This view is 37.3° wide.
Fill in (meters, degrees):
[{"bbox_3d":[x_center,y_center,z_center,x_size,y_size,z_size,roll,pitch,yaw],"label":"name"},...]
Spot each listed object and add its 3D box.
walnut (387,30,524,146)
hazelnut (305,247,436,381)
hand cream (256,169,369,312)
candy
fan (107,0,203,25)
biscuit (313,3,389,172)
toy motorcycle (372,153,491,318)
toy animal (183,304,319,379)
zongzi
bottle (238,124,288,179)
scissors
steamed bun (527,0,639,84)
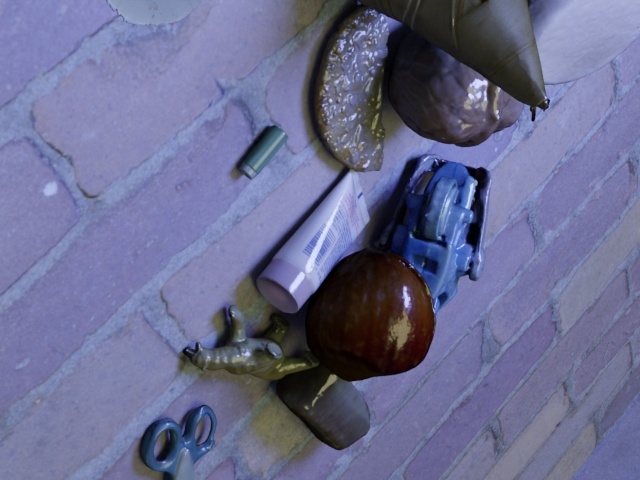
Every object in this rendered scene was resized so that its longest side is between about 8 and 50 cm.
[{"bbox_3d":[0.212,-0.245,1.467,0.224,0.224,0.224,-27,132,-35],"label":"walnut"},{"bbox_3d":[0.069,0.118,1.525,0.218,0.234,0.217,4,84,-37],"label":"hazelnut"},{"bbox_3d":[0.000,0.000,1.516,0.248,0.083,0.133,-49,145,-30],"label":"hand cream"},{"bbox_3d":[0.010,0.290,1.683,0.104,0.102,0.234,-50,140,-13],"label":"candy"},{"bbox_3d":[-0.140,-0.394,1.147,0.329,0.009,0.190,-45,139,-18],"label":"fan"},{"bbox_3d":[0.043,-0.221,1.439,0.141,0.038,0.289,-25,129,-36],"label":"biscuit"},{"bbox_3d":[0.221,0.015,1.672,0.241,0.182,0.319,-13,125,-43],"label":"toy motorcycle"},{"bbox_3d":[-0.109,0.178,1.502,0.101,0.103,0.219,-43,150,18],"label":"toy animal"},{"bbox_3d":[0.262,-0.415,1.321,0.447,0.418,0.181,-42,166,-24],"label":"zongzi"},{"bbox_3d":[-0.083,-0.127,1.367,0.083,0.030,0.030,-51,141,-9],"label":"bottle"},{"bbox_3d":[-0.230,0.399,1.536,0.138,0.041,0.289,-15,121,-40],"label":"scissors"},{"bbox_3d":[0.421,-0.406,1.607,0.283,0.177,0.283,-19,152,-11],"label":"steamed bun"}]
